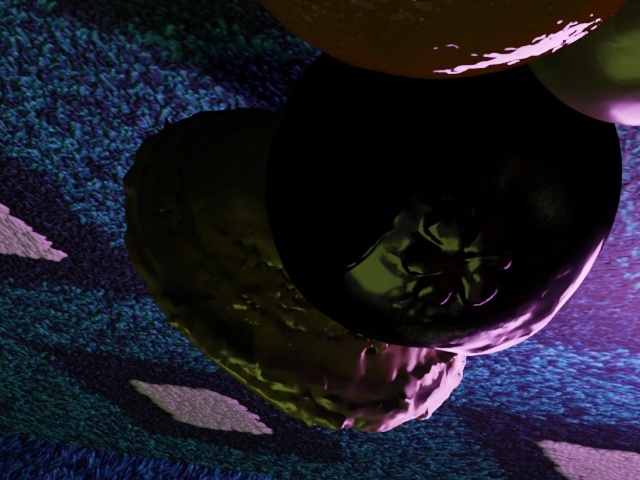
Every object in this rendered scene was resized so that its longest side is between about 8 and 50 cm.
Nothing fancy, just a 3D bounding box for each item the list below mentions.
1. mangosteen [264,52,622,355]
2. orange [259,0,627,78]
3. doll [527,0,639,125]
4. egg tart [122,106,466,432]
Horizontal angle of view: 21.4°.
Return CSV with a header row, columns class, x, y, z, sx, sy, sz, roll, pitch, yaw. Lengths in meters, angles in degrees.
class,x,y,z,sx,sy,sz,roll,pitch,yaw
mangosteen,0.080,-0.061,1.272,0.233,0.287,0.287,5,171,-41
orange,0.068,-0.219,0.889,0.274,0.274,0.274,14,159,6
doll,0.268,-0.150,1.034,0.235,0.174,0.330,-8,-175,-42
egg tart,0.000,0.000,1.460,0.352,0.352,0.150,24,131,-19
